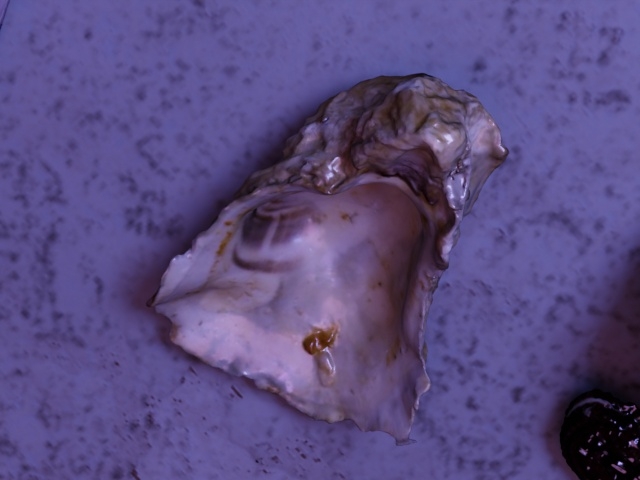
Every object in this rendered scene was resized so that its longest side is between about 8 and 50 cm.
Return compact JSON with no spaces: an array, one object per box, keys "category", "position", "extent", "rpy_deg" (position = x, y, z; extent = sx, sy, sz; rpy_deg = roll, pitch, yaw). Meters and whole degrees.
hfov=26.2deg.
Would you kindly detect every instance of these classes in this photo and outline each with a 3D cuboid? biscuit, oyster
[{"category":"biscuit","position":[0.175,0.121,0.761],"extent":[0.089,0.027,0.087],"rpy_deg":[14,139,35]},{"category":"oyster","position":[0.016,0.000,0.733],"extent":[0.161,0.107,0.233],"rpy_deg":[27,129,-8]}]

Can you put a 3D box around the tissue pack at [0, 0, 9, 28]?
[{"category":"tissue pack","position":[-0.265,-0.087,0.729],"extent":[0.148,0.092,0.246],"rpy_deg":[24,111,0]}]
